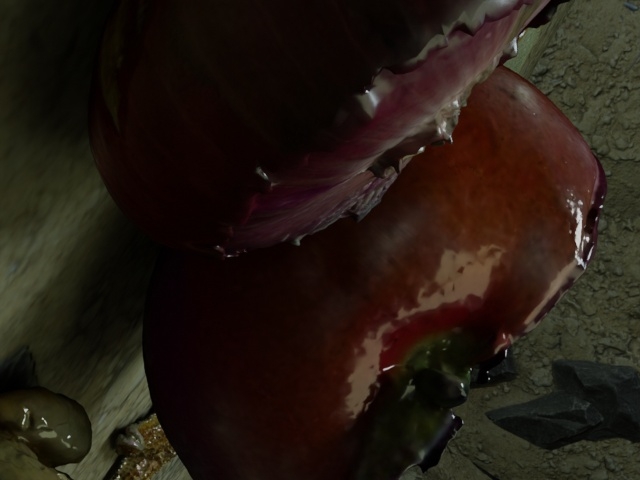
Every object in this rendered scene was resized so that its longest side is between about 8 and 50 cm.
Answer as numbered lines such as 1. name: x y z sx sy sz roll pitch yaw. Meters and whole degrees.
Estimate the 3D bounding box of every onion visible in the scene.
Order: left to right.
1. onion: 0.012 -0.095 0.420 0.248 0.161 0.248 -33 159 -15

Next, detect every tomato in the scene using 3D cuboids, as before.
1. tomato: -0.006 0.001 0.641 0.335 0.176 0.289 -48 -158 0

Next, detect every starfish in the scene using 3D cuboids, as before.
1. starfish: -0.134 0.167 0.949 0.227 0.043 0.240 -55 174 -8

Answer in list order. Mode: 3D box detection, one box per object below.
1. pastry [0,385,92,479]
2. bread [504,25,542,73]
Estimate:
1. pastry: -0.189 0.188 0.528 0.229 0.100 0.218 -52 170 -37
2. bread: 0.218 -0.226 1.366 0.236 0.070 0.236 -54 170 -14
